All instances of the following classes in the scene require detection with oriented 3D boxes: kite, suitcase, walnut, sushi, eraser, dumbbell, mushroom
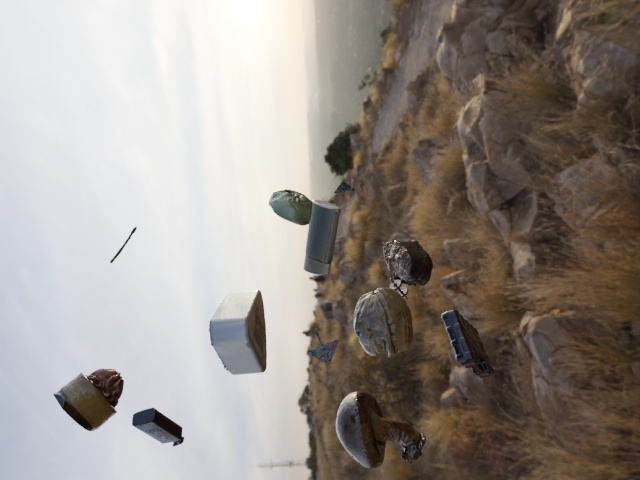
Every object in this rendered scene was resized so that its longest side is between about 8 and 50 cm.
[{"bbox_3d":[0.009,0.424,1.718,0.011,0.139,0.156,77,170,-70],"label":"kite"},{"bbox_3d":[0.127,-0.277,2.289,0.004,0.122,0.090,57,-150,-73],"label":"kite"},{"bbox_3d":[0.556,0.392,1.615,0.285,0.066,0.206,38,-148,-45],"label":"suitcase"},{"bbox_3d":[0.205,0.272,1.401,0.198,0.198,0.244,-98,-8,-72],"label":"walnut"},{"bbox_3d":[0.477,0.133,2.378,0.348,0.208,0.234,-120,39,-69],"label":"sushi"},{"bbox_3d":[-0.304,0.345,1.621,0.331,0.150,0.330,-6,-90,-84],"label":"eraser"},{"bbox_3d":[0.380,0.235,2.074,0.147,0.069,0.069,49,-167,-20],"label":"dumbbell"},{"bbox_3d":[0.247,0.848,1.920,0.331,0.357,0.333,-24,-83,-55],"label":"mushroom"}]

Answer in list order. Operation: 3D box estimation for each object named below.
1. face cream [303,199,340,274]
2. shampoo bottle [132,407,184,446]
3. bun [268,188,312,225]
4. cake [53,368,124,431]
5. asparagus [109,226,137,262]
[{"bbox_3d":[0.000,0.000,1.607,0.139,0.067,0.284,27,115,44],"label":"face cream"},{"bbox_3d":[-0.661,0.792,1.799,0.309,0.098,0.071,69,-177,-48],"label":"shampoo bottle"},{"bbox_3d":[-0.112,-0.149,1.812,0.221,0.221,0.108,-98,32,-71],"label":"bun"},{"bbox_3d":[-0.755,0.517,1.450,0.185,0.178,0.207,42,158,9],"label":"cake"},{"bbox_3d":[-0.739,0.016,1.610,0.166,0.013,0.016,-60,-38,-17],"label":"asparagus"}]
